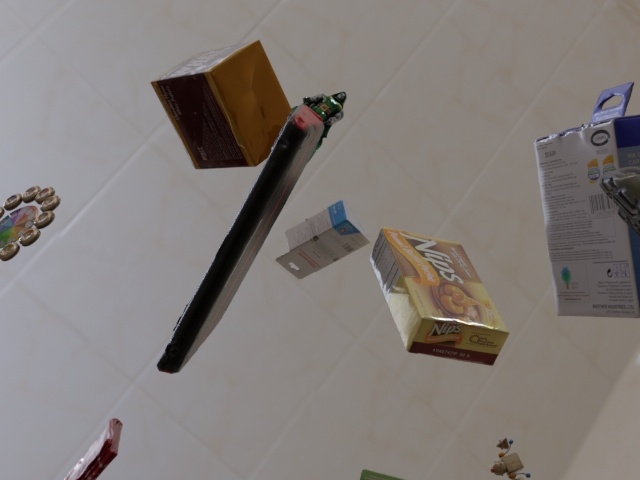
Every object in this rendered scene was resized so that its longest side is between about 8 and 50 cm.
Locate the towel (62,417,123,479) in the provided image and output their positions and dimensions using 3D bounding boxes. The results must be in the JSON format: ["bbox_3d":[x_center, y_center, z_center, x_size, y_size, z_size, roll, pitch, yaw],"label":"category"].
[{"bbox_3d":[-0.428,0.418,1.762,0.031,0.275,0.199,42,-3,-8],"label":"towel"}]

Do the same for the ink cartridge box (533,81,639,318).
[{"bbox_3d":[0.512,-0.069,1.845,0.270,0.151,0.396,171,-90,-71],"label":"ink cartridge box"}]

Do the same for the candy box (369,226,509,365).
[{"bbox_3d":[0.222,0.102,2.053,0.182,0.316,0.088,12,-62,-19],"label":"candy box"}]

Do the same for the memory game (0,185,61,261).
[{"bbox_3d":[-0.503,-0.025,1.725,0.186,0.186,0.012,12,-36,45],"label":"memory game"}]

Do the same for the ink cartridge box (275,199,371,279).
[{"bbox_3d":[0.000,0.000,2.202,0.180,0.060,0.104,-28,-40,18],"label":"ink cartridge box"}]

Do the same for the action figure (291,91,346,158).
[{"bbox_3d":[-0.013,-0.265,2.282,0.137,0.232,0.063,44,-43,5],"label":"action figure"}]

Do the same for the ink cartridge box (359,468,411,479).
[{"bbox_3d":[0.109,0.463,1.524,0.171,0.235,0.056,5,-16,43],"label":"ink cartridge box"}]

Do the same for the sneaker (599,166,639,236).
[{"bbox_3d":[0.427,-0.063,1.346,0.101,0.106,0.267,51,11,19],"label":"sneaker"}]

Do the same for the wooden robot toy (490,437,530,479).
[{"bbox_3d":[0.444,0.554,2.545,0.076,0.079,0.173,106,-33,-51],"label":"wooden robot toy"}]

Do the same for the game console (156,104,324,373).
[{"bbox_3d":[-0.112,-0.015,1.519,0.060,0.387,0.342,29,9,1],"label":"game console"}]

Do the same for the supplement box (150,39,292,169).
[{"bbox_3d":[-0.174,-0.245,1.948,0.194,0.129,0.191,1,-56,49],"label":"supplement box"}]
